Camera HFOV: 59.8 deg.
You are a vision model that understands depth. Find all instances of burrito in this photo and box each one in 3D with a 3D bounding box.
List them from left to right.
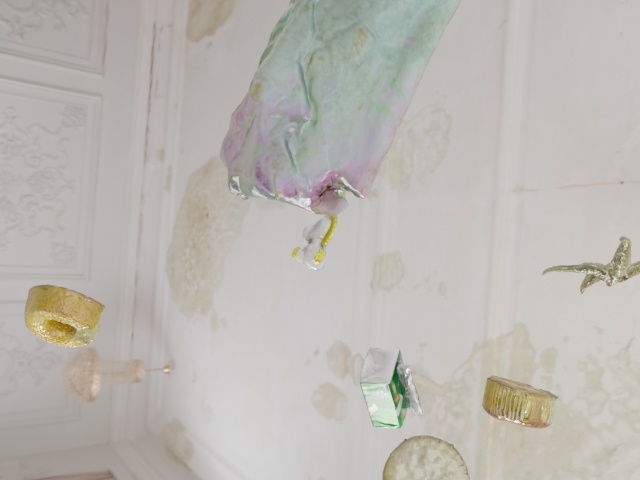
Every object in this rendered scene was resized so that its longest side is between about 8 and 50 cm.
[{"bbox_3d":[0.010,-0.131,0.421,0.144,0.089,0.229,20,-100,23],"label":"burrito"}]

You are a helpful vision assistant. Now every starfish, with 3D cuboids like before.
[{"bbox_3d":[0.499,0.051,0.968,0.216,0.223,0.050,-1,-119,15],"label":"starfish"}]

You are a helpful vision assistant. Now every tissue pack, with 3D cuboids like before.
[{"bbox_3d":[0.224,0.449,1.693,0.156,0.148,0.209,-4,-57,21],"label":"tissue pack"}]

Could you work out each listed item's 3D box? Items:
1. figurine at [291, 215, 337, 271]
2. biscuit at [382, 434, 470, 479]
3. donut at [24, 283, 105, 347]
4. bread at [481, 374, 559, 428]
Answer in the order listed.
[{"bbox_3d":[-0.003,0.000,1.555,0.129,0.109,0.178,-26,-141,57],"label":"figurine"},{"bbox_3d":[0.173,0.394,0.905,0.020,0.152,0.152,93,-20,-59],"label":"biscuit"},{"bbox_3d":[-0.321,0.096,0.690,0.108,0.097,0.043,119,-16,-51],"label":"donut"},{"bbox_3d":[0.507,0.419,1.421,0.132,0.190,0.114,-176,-82,-68],"label":"bread"}]
